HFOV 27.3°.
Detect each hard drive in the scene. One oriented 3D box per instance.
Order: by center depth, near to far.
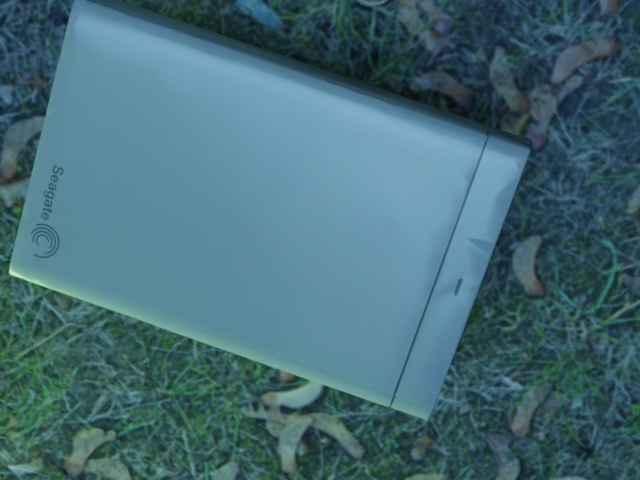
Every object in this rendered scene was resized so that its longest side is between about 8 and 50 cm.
[{"bbox_3d":[-0.045,-0.024,1.012,0.353,0.047,0.233,19,109,3],"label":"hard drive"}]

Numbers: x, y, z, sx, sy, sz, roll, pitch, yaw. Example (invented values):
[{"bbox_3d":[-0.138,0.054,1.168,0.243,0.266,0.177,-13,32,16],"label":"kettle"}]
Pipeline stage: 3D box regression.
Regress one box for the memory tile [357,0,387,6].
[{"bbox_3d":[0.077,-0.260,1.038,0.148,0.012,0.113,-21,103,14],"label":"memory tile"}]
